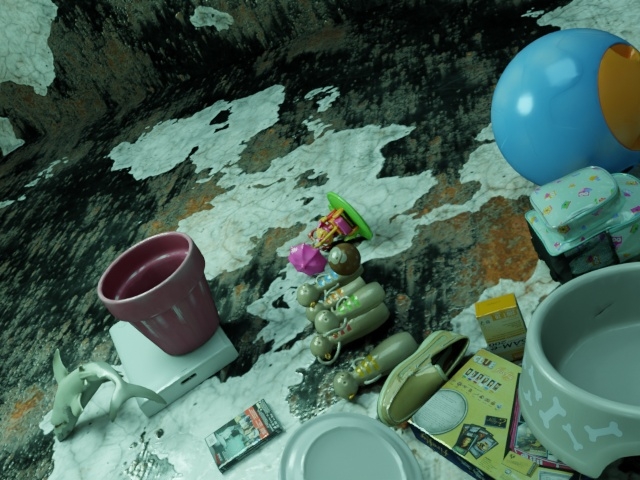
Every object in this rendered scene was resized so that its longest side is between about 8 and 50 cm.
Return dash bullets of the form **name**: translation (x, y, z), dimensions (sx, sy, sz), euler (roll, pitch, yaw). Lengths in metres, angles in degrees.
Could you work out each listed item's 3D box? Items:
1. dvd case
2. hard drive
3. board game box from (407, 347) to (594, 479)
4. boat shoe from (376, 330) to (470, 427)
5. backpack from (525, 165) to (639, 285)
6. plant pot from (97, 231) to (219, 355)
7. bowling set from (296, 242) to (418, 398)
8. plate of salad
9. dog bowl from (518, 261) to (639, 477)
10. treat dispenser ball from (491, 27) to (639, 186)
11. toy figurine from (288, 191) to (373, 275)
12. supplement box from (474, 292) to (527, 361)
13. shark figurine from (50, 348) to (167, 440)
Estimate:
- **dvd case**: translation (-0.127, 0.319, 1.214), dimensions (0.119, 0.013, 0.087), euler (-32, 31, -11)
- **hard drive**: translation (-0.305, 0.205, 1.493), dimensions (0.203, 0.040, 0.307), euler (-33, 32, -10)
- **board game box**: translation (0.257, 0.252, 0.990), dimensions (0.165, 0.042, 0.243), euler (-39, 33, -19)
- **boat shoe**: translation (0.157, 0.201, 1.102), dimensions (0.190, 0.068, 0.072), euler (-48, 20, -30)
- **backpack**: translation (0.438, -0.034, 1.182), dimensions (0.189, 0.144, 0.166), euler (-20, 26, 7)
- **plant pot**: translation (-0.289, 0.112, 1.404), dimensions (0.201, 0.180, 0.201), euler (-19, 32, 12)
- **bowling set**: translation (0.022, 0.105, 1.250), dimensions (0.154, 0.199, 0.287), euler (-32, 27, -5)
- **plate of salad**: translation (0.040, 0.321, 0.983), dimensions (0.200, 0.048, 0.199), euler (10, 45, -10)
- **dog bowl**: translation (0.417, 0.146, 0.911), dimensions (0.349, 0.102, 0.348), euler (-13, 28, 7)
- **treat dispenser ball**: translation (0.451, -0.228, 1.316), dimensions (0.288, 0.288, 0.288), euler (-20, 32, 13)
- **toy figurine**: translation (0.000, 0.000, 1.515), dimensions (0.159, 0.130, 0.173), euler (-44, 12, -9)
- **supplement box**: translation (0.273, 0.132, 1.099), dimensions (0.062, 0.098, 0.036), euler (-19, 29, 16)
- **shark figurine**: translation (-0.400, 0.264, 1.370), dimensions (0.278, 0.116, 0.166), euler (-24, 70, 38)
